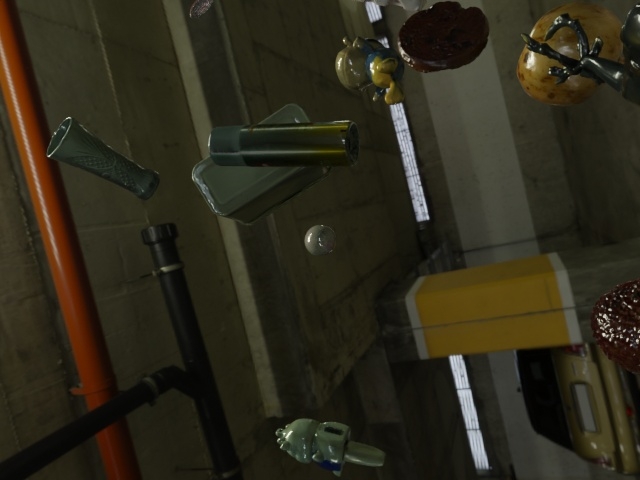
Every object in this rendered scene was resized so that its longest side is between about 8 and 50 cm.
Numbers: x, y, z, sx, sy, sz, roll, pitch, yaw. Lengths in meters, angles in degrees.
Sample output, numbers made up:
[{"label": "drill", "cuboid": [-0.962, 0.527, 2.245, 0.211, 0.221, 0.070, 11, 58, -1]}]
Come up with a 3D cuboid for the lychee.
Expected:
[{"label": "lychee", "cuboid": [0.839, 0.225, 1.149, 0.260, 0.260, 0.261, 43, -140, -52]}]

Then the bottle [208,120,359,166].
[{"label": "bottle", "cuboid": [-0.073, -0.180, 0.856, 0.082, 0.285, 0.082, 4, -90, -70]}]

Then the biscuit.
[{"label": "biscuit", "cuboid": [0.259, -0.431, 0.963, 0.049, 0.191, 0.192, 54, -149, -60]}]

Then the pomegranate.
[{"label": "pomegranate", "cuboid": [0.545, -0.393, 0.979, 0.215, 0.215, 0.216, 43, -140, -52]}]

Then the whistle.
[{"label": "whistle", "cuboid": [0.018, 0.448, 0.982, 0.110, 0.244, 0.092, -27, -55, -75]}]

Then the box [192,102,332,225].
[{"label": "box", "cuboid": [-0.149, -0.200, 1.285, 0.178, 0.351, 0.344, 58, -177, 2]}]

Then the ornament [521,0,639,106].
[{"label": "ornament", "cuboid": [0.391, -0.279, 0.638, 0.202, 0.080, 0.236, 40, -169, -47]}]

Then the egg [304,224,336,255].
[{"label": "egg", "cuboid": [0.000, 0.000, 1.489, 0.135, 0.103, 0.103, 148, 112, -75]}]

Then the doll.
[{"label": "doll", "cuboid": [0.072, -0.260, 0.685, 0.179, 0.088, 0.102, -108, -4, -57]}]

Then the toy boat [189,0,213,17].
[{"label": "toy boat", "cuboid": [-0.299, -0.627, 1.182, 0.034, 0.096, 0.122, 43, -155, -29]}]

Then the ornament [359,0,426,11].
[{"label": "ornament", "cuboid": [0.179, -0.737, 1.094, 0.239, 0.239, 0.240, 91, -156, -48]}]

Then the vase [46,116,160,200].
[{"label": "vase", "cuboid": [-0.467, -0.169, 0.997, 0.219, 0.096, 0.096, 33, -133, -42]}]
